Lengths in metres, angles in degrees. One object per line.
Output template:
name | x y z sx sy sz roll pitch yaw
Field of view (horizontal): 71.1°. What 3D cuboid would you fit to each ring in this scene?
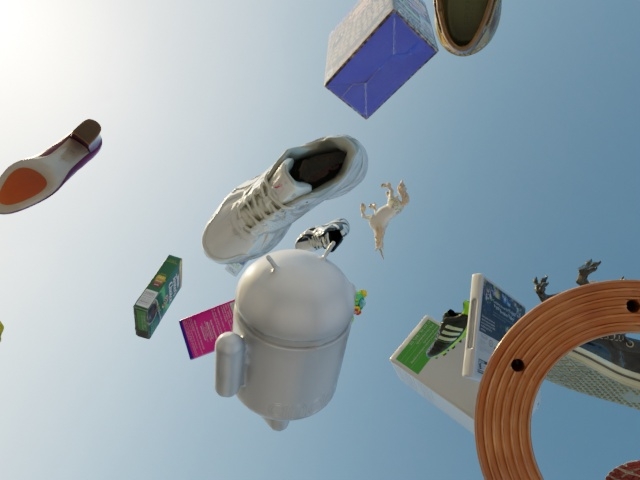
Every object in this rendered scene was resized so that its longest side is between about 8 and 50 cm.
ring | 0.340 0.210 0.484 0.336 0.032 0.336 -1 -96 10

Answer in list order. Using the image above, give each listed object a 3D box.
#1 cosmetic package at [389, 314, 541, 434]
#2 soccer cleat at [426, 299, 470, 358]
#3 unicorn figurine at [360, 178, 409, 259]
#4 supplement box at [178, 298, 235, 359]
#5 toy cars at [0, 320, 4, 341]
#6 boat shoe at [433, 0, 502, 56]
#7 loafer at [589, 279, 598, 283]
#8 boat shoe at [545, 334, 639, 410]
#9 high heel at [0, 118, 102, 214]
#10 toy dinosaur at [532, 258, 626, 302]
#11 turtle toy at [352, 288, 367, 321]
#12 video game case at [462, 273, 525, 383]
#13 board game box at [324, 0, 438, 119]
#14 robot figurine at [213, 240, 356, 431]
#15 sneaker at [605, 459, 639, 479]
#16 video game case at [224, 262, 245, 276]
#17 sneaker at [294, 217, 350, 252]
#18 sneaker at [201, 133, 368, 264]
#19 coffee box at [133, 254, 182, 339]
cosmetic package | 0.409 0.402 1.287 0.365 0.155 0.197 27 -114 42
soccer cleat | 0.293 0.202 1.013 0.072 0.060 0.179 50 -55 17
unicorn figurine | 0.139 -0.054 1.000 0.162 0.060 0.111 -57 -139 35
supplement box | -0.244 0.223 1.198 0.220 0.111 0.114 -20 -97 5
toy cars | -0.642 0.046 0.621 0.176 0.394 0.087 -30 -137 40
boat shoe | 0.209 -0.424 0.619 0.122 0.120 0.324 0 -62 21
loafer | 0.559 0.121 0.951 0.045 0.125 0.039 -13 -134 4
boat shoe | 0.686 0.282 1.079 0.500 0.187 0.156 16 -120 14
high heel | -0.790 -0.201 1.319 0.127 0.377 0.181 48 -28 -15
toy dinosaur | 0.416 0.100 0.720 0.268 0.064 0.118 -31 -83 20
turtle toy | 0.090 0.201 1.356 0.066 0.095 0.130 -107 -154 -44
video game case | 0.309 0.170 0.786 0.022 0.190 0.173 -7 -118 45
board game box | 0.140 -0.489 1.106 0.232 0.141 0.291 -39 -147 36
robot figurine | -0.052 0.163 0.782 0.200 0.300 0.353 31 -54 33
sneaker | 0.708 0.602 1.054 0.088 0.093 0.225 35 -62 39
video game case | -0.249 -0.002 1.686 0.269 0.061 0.244 -55 -174 -20
sneaker | 0.000 0.000 1.695 0.235 0.153 0.094 -18 -77 11
sneaker | -0.051 -0.054 0.513 0.232 0.115 0.090 -38 -94 4
coffee box | -0.393 0.134 1.096 0.040 0.184 0.113 16 -50 0
